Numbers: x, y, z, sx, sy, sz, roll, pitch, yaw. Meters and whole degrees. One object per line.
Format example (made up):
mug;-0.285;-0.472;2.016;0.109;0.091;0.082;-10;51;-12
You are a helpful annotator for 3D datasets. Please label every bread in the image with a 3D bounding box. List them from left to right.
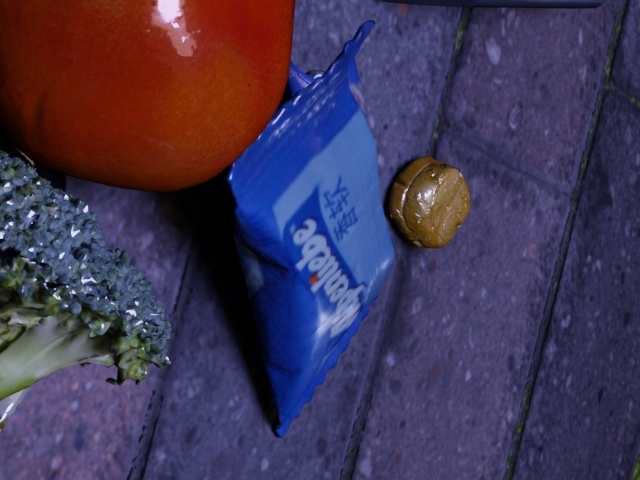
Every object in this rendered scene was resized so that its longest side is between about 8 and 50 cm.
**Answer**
bread;0.095;-0.033;1.451;0.083;0.046;0.081;6;98;-51

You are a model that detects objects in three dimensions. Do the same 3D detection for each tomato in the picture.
tomato;-0.118;-0.158;1.076;0.260;0.180;0.259;3;86;-50

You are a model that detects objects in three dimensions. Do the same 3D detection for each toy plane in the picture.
toy plane;-0.016;-0.117;1.310;0.062;0.054;0.167;-40;130;-6

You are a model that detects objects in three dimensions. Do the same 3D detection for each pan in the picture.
pan;-0.205;-0.067;1.116;0.068;0.023;0.115;-5;90;-48

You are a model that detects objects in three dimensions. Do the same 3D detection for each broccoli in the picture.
broccoli;-0.232;0.112;1.000;0.252;0.221;0.361;-17;120;-39

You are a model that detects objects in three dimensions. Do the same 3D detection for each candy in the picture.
candy;0.000;0.000;1.282;0.187;0.077;0.331;-53;151;-29

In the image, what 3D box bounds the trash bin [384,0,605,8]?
trash bin;0.162;-0.280;1.434;0.225;0.115;0.165;-5;101;-50
